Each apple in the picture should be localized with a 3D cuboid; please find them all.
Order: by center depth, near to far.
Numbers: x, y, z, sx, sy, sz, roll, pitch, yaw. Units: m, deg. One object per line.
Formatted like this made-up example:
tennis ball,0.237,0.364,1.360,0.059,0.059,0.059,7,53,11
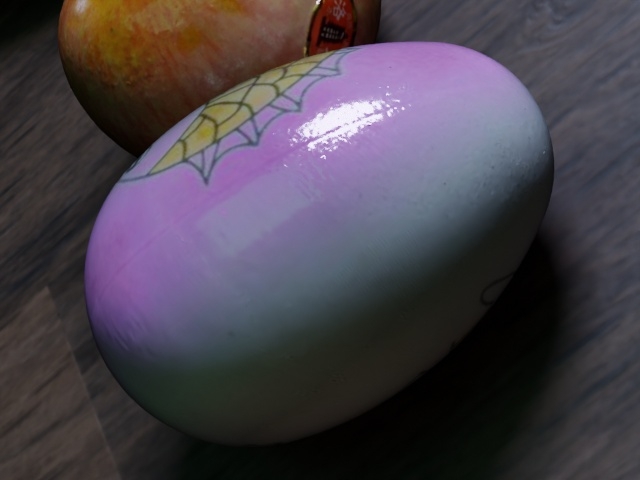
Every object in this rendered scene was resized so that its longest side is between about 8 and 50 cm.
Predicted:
apple,-0.063,-0.143,0.937,0.209,0.164,0.209,-25,43,26

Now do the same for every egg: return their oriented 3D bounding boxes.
egg,0.000,0.000,0.825,0.271,0.196,0.196,-25,55,1
